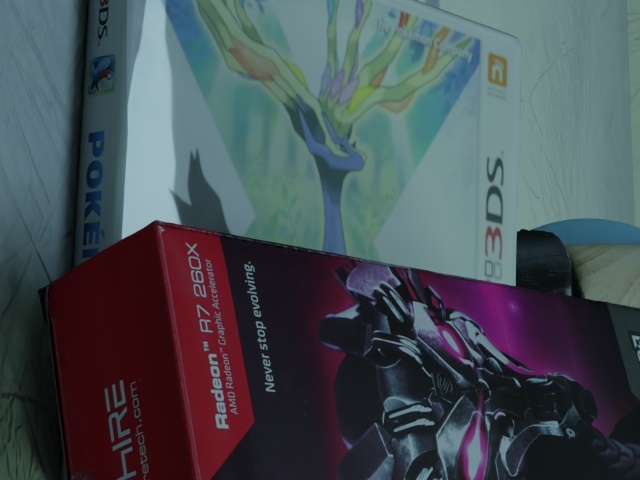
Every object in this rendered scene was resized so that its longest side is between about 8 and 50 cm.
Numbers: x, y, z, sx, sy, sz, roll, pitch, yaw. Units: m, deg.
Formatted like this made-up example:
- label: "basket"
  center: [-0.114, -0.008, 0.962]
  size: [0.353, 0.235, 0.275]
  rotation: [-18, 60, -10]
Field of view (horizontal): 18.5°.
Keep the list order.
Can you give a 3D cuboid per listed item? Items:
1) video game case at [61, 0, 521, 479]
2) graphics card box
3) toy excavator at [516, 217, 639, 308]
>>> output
- label: "video game case"
  center: [0.000, 0.000, 1.070]
  size: [0.329, 0.036, 0.300]
  rotation: [12, 77, -47]
- label: "graphics card box"
  center: [0.050, 0.133, 0.955]
  size: [0.371, 0.094, 0.233]
  rotation: [12, 58, -42]
- label: "toy excavator"
  center: [0.163, 0.213, 1.412]
  size: [0.445, 0.222, 0.433]
  rotation: [153, -65, -73]
